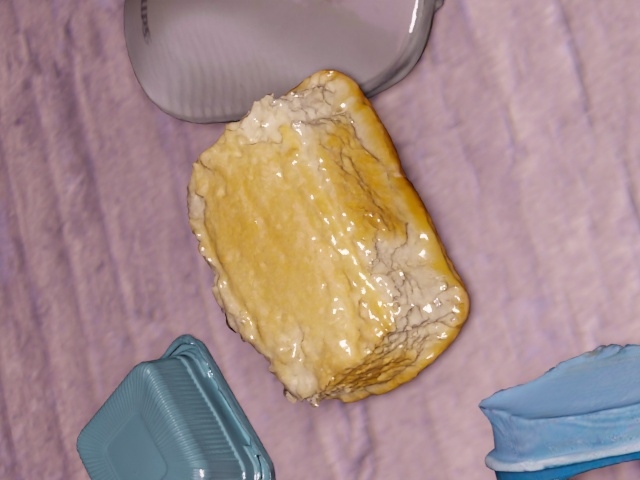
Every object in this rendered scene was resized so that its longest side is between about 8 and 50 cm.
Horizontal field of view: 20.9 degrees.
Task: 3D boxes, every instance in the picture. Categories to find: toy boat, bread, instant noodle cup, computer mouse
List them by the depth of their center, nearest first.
[{"bbox_3d":[0.203,0.129,1.136,0.238,0.109,0.098,-15,109,42],"label":"toy boat"},{"bbox_3d":[0.000,0.000,1.311,0.174,0.121,0.245,-38,68,30],"label":"bread"},{"bbox_3d":[-0.045,-0.198,1.407,0.331,0.095,0.197,-4,87,43],"label":"computer mouse"},{"bbox_3d":[-0.132,0.184,1.460,0.157,0.070,0.179,-50,53,25],"label":"instant noodle cup"}]
